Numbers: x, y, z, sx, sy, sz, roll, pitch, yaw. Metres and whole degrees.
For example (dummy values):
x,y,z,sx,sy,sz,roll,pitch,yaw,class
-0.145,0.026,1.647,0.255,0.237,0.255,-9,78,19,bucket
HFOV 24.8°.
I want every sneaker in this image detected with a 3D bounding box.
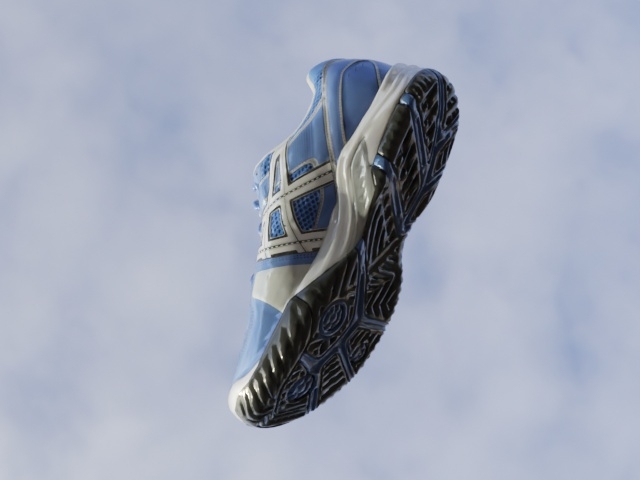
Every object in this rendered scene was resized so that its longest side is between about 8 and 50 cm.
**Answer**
x,y,z,sx,sy,sz,roll,pitch,yaw,class
0.000,0.000,0.785,0.080,0.081,0.211,27,-92,-57,sneaker
